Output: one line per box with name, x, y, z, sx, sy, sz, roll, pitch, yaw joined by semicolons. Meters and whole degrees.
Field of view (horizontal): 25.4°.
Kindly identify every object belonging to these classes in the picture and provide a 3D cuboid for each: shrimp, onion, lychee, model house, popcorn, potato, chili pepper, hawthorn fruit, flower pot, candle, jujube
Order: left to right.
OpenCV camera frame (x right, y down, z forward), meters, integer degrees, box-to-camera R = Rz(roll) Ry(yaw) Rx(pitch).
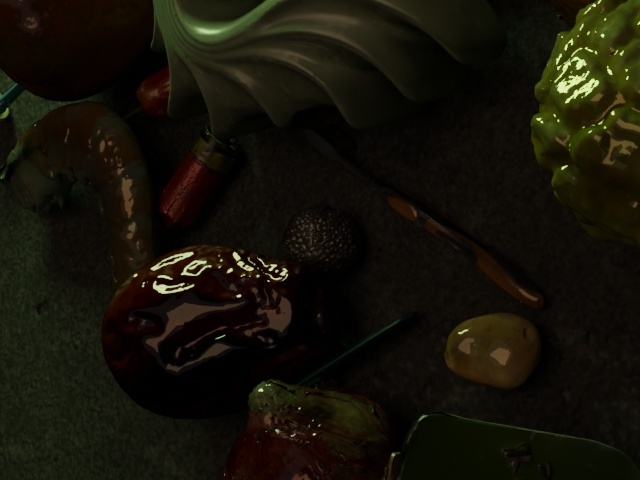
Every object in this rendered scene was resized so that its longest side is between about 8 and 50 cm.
hawthorn fruit;-0.255;-0.281;1.528;0.262;0.210;0.210;-46;54;-8
shrimp;-0.242;-0.051;1.529;0.287;0.068;0.185;45;125;30
chili pepper;-0.143;-0.174;1.515;0.191;0.050;0.059;-30;62;21
candle;-0.134;-0.054;1.481;0.052;0.052;0.131;45;108;35
jujube;-0.095;0.083;1.357;0.236;0.168;0.168;-14;72;31
onion;-0.021;0.192;1.256;0.184;0.184;0.147;-27;107;29
lychee;0.000;0.000;1.363;0.083;0.068;0.067;33;140;35
flower pot;0.001;-0.227;1.311;0.367;0.164;0.254;1;103;38
model house;0.136;0.282;1.171;0.207;0.154;0.294;10;95;-5
potato;0.149;0.096;1.228;0.083;0.062;0.068;7;53;10
popcorn;0.296;-0.085;1.081;0.251;0.206;0.237;-11;58;22

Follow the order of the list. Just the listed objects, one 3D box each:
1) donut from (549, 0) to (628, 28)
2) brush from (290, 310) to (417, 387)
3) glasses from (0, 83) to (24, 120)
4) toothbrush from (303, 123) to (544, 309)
donut;0.277;-0.296;1.193;0.277;0.108;0.277;-9;75;35
brush;0.019;0.124;1.335;0.193;0.043;0.032;-33;80;25
glasses;-0.350;-0.256;1.699;0.220;0.088;0.190;-27;62;7
toothbrush;0.091;-0.027;1.319;0.321;0.031;0.023;41;139;36
